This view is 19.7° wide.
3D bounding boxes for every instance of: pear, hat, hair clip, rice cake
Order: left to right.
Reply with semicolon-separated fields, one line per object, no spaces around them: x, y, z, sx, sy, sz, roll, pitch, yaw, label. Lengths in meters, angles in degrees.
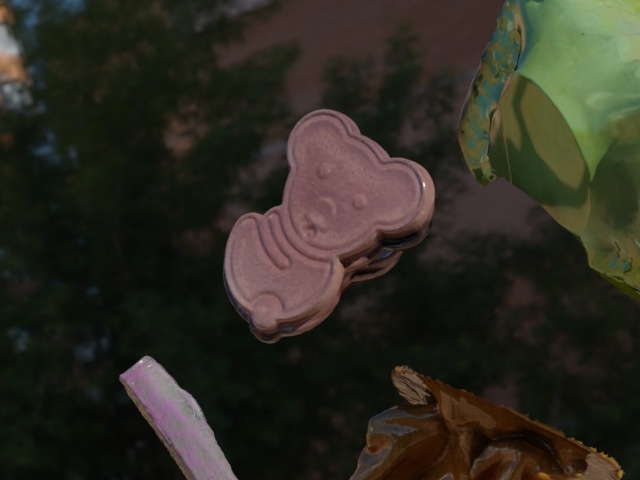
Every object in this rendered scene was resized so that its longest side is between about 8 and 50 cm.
-0.121;0.196;1.724;0.047;0.206;0.036;-22;-24;-29;rice cake
-0.002;-0.007;1.237;0.138;0.123;0.102;-32;-34;-20;hair clip
0.107;0.258;1.545;0.244;0.233;0.233;18;-14;40;hat
0.260;-0.051;1.211;0.286;0.282;0.176;-6;-51;-33;pear
